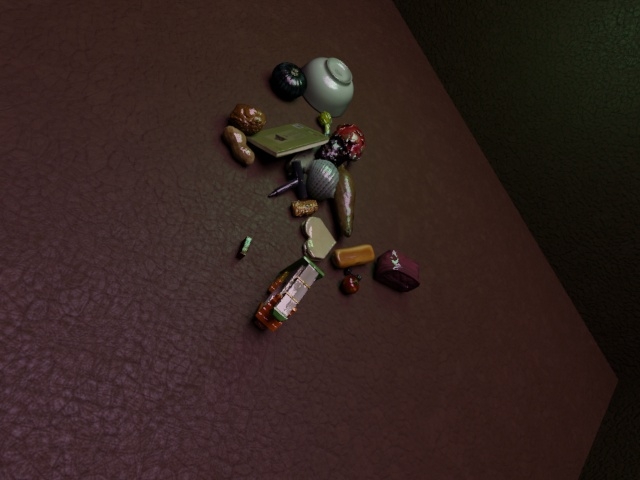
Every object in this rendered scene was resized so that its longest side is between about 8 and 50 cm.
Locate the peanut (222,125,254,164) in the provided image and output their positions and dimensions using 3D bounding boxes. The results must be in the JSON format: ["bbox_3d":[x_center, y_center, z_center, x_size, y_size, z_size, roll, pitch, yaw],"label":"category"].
[{"bbox_3d":[-0.353,-0.413,1.749,0.089,0.089,0.192,-29,89,-44],"label":"peanut"}]

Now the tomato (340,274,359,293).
[{"bbox_3d":[0.130,0.198,1.789,0.087,0.075,0.087,34,43,-39],"label":"tomato"}]

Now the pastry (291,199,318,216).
[{"bbox_3d":[-0.072,-0.149,1.841,0.140,0.056,0.080,-7,63,-34],"label":"pastry"}]

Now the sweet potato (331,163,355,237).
[{"bbox_3d":[0.113,-0.184,1.960,0.131,0.130,0.422,16,58,-31],"label":"sweet potato"}]

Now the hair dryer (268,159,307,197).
[{"bbox_3d":[-0.156,-0.262,1.812,0.195,0.050,0.173,-19,105,-32],"label":"hair dryer"}]

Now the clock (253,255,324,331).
[{"bbox_3d":[-0.136,0.205,1.482,0.106,0.220,0.255,44,54,-8],"label":"clock"}]

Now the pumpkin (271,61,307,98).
[{"bbox_3d":[-0.160,-0.841,2.108,0.202,0.140,0.201,20,52,-27],"label":"pumpkin"}]

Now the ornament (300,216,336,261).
[{"bbox_3d":[0.000,0.000,1.814,0.180,0.059,0.201,11,62,-35],"label":"ornament"}]

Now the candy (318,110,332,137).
[{"bbox_3d":[0.036,-0.577,2.172,0.077,0.073,0.262,23,56,-57],"label":"candy"}]

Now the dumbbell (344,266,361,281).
[{"bbox_3d":[0.149,0.158,1.851,0.083,0.040,0.036,39,78,-14],"label":"dumbbell"}]

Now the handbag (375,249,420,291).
[{"bbox_3d":[0.377,0.155,1.958,0.225,0.146,0.135,29,48,-25],"label":"handbag"}]

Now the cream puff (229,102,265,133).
[{"bbox_3d":[-0.328,-0.536,1.799,0.150,0.165,0.115,24,83,-55],"label":"cream puff"}]

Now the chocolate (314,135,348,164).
[{"bbox_3d":[0.040,-0.418,1.980,0.156,0.156,0.133,51,55,-3],"label":"chocolate"}]

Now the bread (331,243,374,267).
[{"bbox_3d":[0.148,0.074,1.872,0.239,0.074,0.092,-7,82,-40],"label":"bread"}]

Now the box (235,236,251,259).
[{"bbox_3d":[-0.298,0.030,1.559,0.023,0.051,0.082,29,50,-21],"label":"box"}]

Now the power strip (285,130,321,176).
[{"bbox_3d":[-0.073,-0.419,1.990,0.092,0.066,0.387,47,44,-16],"label":"power strip"}]

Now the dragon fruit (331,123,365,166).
[{"bbox_3d":[0.144,-0.501,2.121,0.193,0.192,0.274,6,59,-12],"label":"dragon fruit"}]

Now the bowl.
[{"bbox_3d":[0.057,-0.902,2.282,0.354,0.185,0.353,19,55,-29],"label":"bowl"}]

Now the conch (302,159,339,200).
[{"bbox_3d":[0.001,-0.271,1.878,0.200,0.172,0.131,34,37,-34],"label":"conch"}]

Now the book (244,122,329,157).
[{"bbox_3d":[-0.156,-0.482,1.894,0.239,0.035,0.352,34,42,29],"label":"book"}]
